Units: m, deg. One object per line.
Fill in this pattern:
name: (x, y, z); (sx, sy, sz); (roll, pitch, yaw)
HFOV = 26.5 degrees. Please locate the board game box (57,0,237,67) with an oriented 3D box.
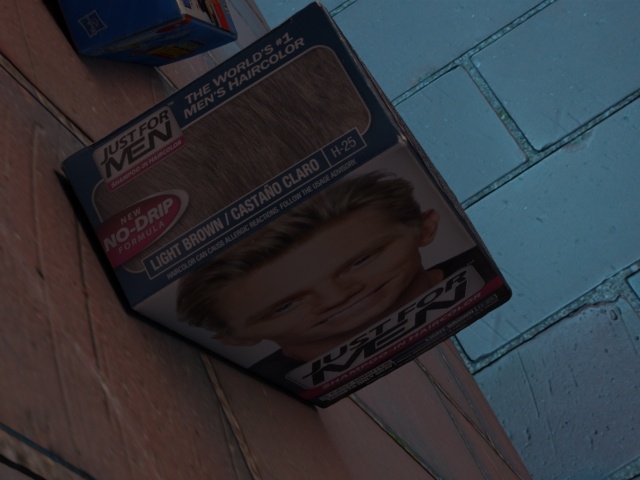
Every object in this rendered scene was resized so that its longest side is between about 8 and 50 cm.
board game box: (-0.178, -0.302, 1.117); (0.302, 0.086, 0.308); (-51, 121, -84)

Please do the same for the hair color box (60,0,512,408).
hair color box: (0.000, 0.000, 0.870); (0.105, 0.174, 0.347); (61, 8, 23)
